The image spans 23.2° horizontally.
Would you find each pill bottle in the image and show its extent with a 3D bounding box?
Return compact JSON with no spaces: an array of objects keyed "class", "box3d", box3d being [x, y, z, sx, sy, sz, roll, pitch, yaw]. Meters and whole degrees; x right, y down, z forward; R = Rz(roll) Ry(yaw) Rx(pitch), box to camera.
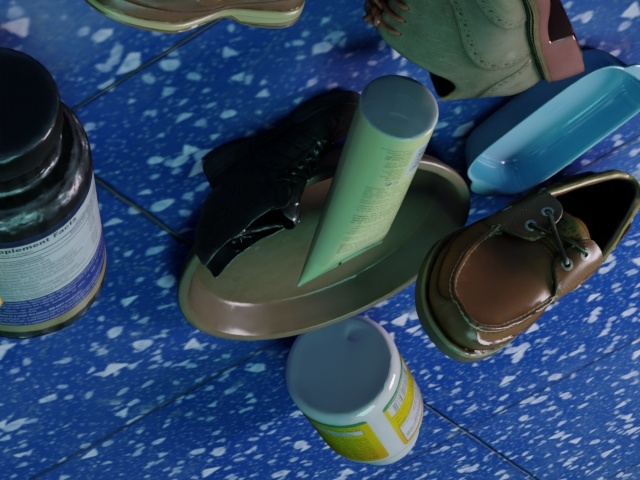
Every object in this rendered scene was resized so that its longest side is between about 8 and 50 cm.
[{"class":"pill bottle","box3d":[0.043,0.164,1.629,0.118,0.117,0.208,-25,152,3]},{"class":"pill bottle","box3d":[-0.216,-0.032,1.084,0.123,0.122,0.219,-17,151,-12]}]

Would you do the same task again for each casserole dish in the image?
[{"class":"casserole dish","box3d":[0.203,-0.106,1.366,0.188,0.037,0.114,-38,149,24]}]

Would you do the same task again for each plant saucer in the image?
[{"class":"plant saucer","box3d":[0.000,0.000,1.393,0.278,0.041,0.278,-18,153,-10]}]

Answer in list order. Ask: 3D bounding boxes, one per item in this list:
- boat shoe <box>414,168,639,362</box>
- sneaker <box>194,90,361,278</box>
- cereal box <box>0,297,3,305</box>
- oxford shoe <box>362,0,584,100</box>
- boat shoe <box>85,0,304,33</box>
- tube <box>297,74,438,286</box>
[{"class":"boat shoe","box3d":[0.191,0.004,1.399,0.104,0.110,0.307,-37,180,39]},{"class":"sneaker","box3d":[-0.029,-0.046,1.237,0.170,0.089,0.051,-25,152,4]},{"class":"cereal box","box3d":[-0.305,-0.036,0.970,0.047,0.173,0.240,-55,159,-20]},{"class":"oxford shoe","box3d":[0.084,-0.177,1.066,0.130,0.123,0.348,-24,152,12]},{"class":"boat shoe","box3d":[-0.076,-0.176,1.010,0.178,0.064,0.060,-8,144,-40]},{"class":"tube","box3d":[0.036,-0.040,1.254,0.070,0.062,0.240,10,148,-5]}]
